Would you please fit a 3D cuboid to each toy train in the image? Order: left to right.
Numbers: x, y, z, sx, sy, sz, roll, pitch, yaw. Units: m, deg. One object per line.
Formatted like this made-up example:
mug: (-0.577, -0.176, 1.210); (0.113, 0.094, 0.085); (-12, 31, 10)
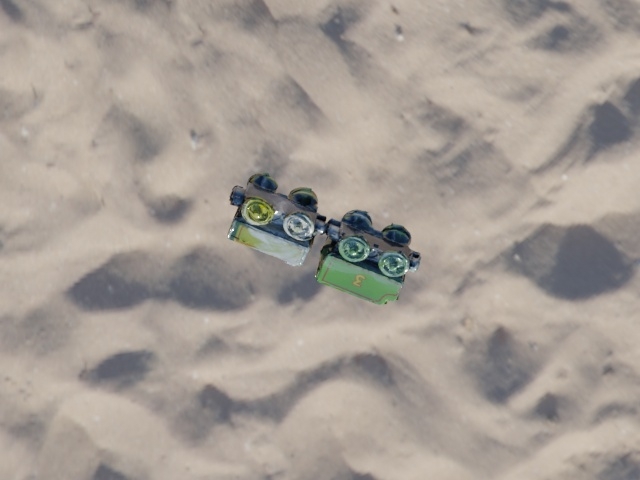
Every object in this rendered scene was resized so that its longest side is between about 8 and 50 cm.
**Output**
toy train: (0.000, 0.000, 1.280); (0.202, 0.060, 0.081); (21, 127, -5)
